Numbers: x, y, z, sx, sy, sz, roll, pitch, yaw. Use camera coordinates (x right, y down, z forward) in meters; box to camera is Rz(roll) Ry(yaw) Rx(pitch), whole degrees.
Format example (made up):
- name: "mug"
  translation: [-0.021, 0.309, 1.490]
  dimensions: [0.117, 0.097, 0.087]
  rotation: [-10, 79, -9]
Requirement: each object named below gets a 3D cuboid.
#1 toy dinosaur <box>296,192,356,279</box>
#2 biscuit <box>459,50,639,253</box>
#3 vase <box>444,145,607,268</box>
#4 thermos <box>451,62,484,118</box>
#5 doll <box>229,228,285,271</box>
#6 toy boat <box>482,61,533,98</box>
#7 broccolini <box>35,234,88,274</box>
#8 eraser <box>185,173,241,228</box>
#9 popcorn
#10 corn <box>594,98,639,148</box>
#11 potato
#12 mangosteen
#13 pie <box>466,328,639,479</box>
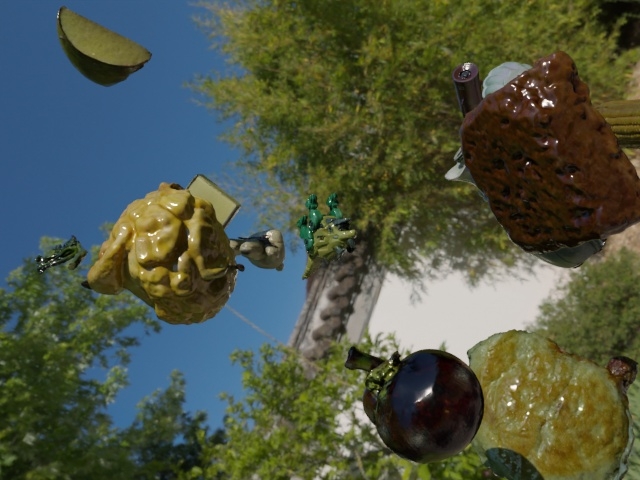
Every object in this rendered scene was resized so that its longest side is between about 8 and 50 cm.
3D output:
- name: "toy dinosaur"
  translation: [0.000, 0.000, 1.360]
  dimensions: [0.259, 0.094, 0.153]
  rotation: [-49, 52, 50]
- name: "biscuit"
  translation: [0.485, -0.162, 1.305]
  dimensions: [0.166, 0.395, 0.342]
  rotation: [-31, -1, -15]
- name: "vase"
  translation: [0.565, -0.121, 1.641]
  dimensions: [0.250, 0.445, 0.250]
  rotation: [-53, 5, 6]
- name: "thermos"
  translation: [0.541, -0.519, 2.149]
  dimensions: [0.124, 0.099, 0.232]
  rotation: [-59, -35, -21]
- name: "doll"
  translation: [-0.214, 0.019, 1.985]
  dimensions: [0.149, 0.175, 0.278]
  rotation: [-52, -17, 10]
- name: "toy boat"
  translation: [0.639, -0.460, 1.861]
  dimensions: [0.199, 0.290, 0.100]
  rotation: [-38, -18, 1]
- name: "broccolini"
  translation: [-0.615, 0.046, 1.397]
  dimensions: [0.123, 0.271, 0.062]
  rotation: [-48, -65, -14]
- name: "eraser"
  translation: [-0.350, -0.116, 1.881]
  dimensions: [0.117, 0.172, 0.058]
  rotation: [-53, -1, 10]
- name: "popcorn"
  translation: [-0.377, 0.051, 1.416]
  dimensions: [0.349, 0.381, 0.349]
  rotation: [-16, -90, -85]
- name: "corn"
  translation: [0.800, -0.294, 1.483]
  dimensions: [0.344, 0.131, 0.131]
  rotation: [-141, 65, -78]
- name: "potato"
  translation: [-0.651, -0.522, 1.751]
  dimensions: [0.112, 0.269, 0.255]
  rotation: [-67, 13, -19]
- name: "mangosteen"
  translation: [0.176, 0.302, 1.170]
  dimensions: [0.231, 0.289, 0.231]
  rotation: [-55, 0, 0]
- name: "pie"
  translation: [0.567, 0.436, 1.511]
  dimensions: [0.180, 0.418, 0.395]
  rotation: [69, -147, -64]
